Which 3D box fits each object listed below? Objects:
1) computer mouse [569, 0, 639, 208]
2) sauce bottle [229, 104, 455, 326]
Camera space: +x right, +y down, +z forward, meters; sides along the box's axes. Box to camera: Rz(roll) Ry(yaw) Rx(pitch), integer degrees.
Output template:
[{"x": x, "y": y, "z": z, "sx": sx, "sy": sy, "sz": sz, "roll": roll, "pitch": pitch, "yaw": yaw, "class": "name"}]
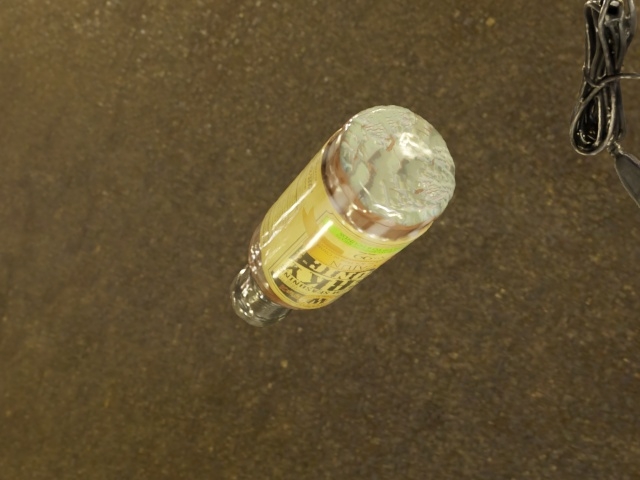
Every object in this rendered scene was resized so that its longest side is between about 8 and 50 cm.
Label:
[{"x": 0.249, "y": -0.037, "z": 0.631, "sx": 0.060, "sy": 0.184, "sz": 0.262, "roll": -32, "pitch": 61, "yaw": -8, "class": "computer mouse"}, {"x": 0.000, "y": 0.000, "z": 0.862, "sx": 0.344, "sy": 0.111, "sz": 0.111, "roll": 134, "pitch": 143, "yaw": -60, "class": "sauce bottle"}]
